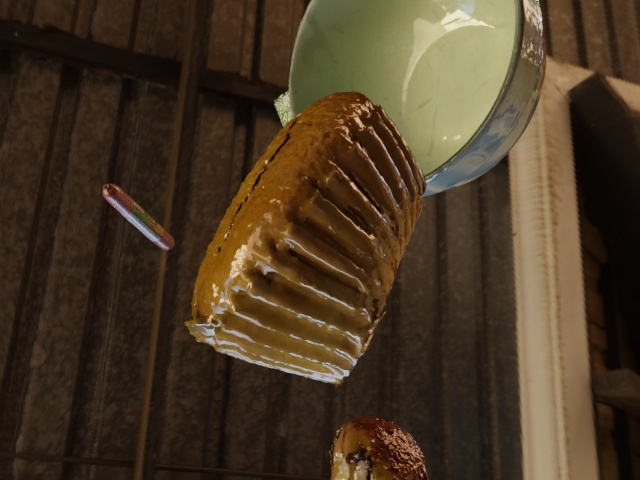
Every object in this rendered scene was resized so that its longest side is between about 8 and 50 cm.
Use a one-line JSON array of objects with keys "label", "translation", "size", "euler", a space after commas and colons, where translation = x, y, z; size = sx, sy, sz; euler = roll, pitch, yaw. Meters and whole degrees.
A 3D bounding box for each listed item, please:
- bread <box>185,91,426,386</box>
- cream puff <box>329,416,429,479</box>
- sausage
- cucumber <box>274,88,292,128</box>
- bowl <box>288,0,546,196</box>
[{"label": "bread", "translation": [-0.002, -0.004, 0.567], "size": [0.139, 0.240, 0.240], "euler": [27, -117, 2]}, {"label": "cream puff", "translation": [0.098, 0.410, 1.176], "size": [0.163, 0.240, 0.240], "euler": [11, -112, -5]}, {"label": "sausage", "translation": [-0.291, -0.034, 1.149], "size": [0.029, 0.223, 0.029], "euler": [-7, -117, 14]}, {"label": "cucumber", "translation": [-0.026, -0.251, 1.405], "size": [0.062, 0.115, 0.116], "euler": [-12, -102, -51]}, {"label": "bowl", "translation": [0.119, -0.189, 0.802], "size": [0.163, 0.307, 0.307], "euler": [13, -115, -49]}]
